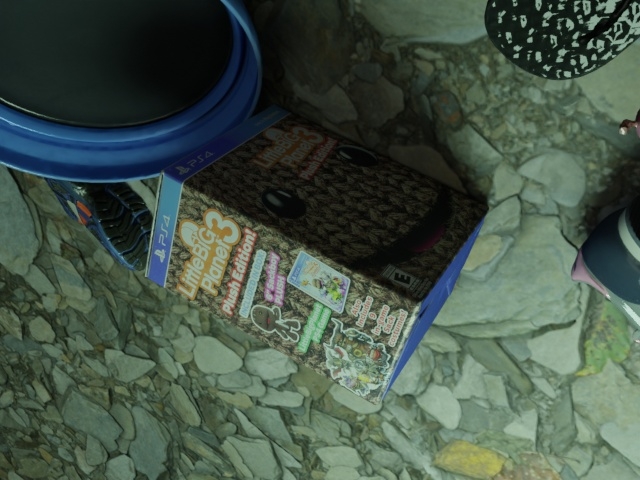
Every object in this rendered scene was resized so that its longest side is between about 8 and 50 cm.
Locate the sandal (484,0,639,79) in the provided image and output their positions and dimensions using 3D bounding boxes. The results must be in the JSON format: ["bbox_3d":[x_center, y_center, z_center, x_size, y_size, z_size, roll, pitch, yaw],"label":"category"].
[{"bbox_3d":[0.301,-0.293,0.615,0.167,0.107,0.446,37,143,-16],"label":"sandal"}]

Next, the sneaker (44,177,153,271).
[{"bbox_3d":[-0.316,-0.048,1.136,0.221,0.083,0.087,54,142,0],"label":"sneaker"}]

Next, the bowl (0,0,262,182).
[{"bbox_3d":[-0.259,-0.203,0.867,0.391,0.077,0.391,-3,150,-2],"label":"bowl"}]

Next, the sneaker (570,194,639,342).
[{"bbox_3d":[0.395,0.091,0.796,0.319,0.112,0.131,45,146,4],"label":"sneaker"}]

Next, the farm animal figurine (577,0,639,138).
[{"bbox_3d":[0.391,-0.146,0.563,0.327,0.330,0.172,-11,68,34],"label":"farm animal figurine"}]

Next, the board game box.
[{"bbox_3d":[0.000,0.000,0.874,0.291,0.232,0.141,27,126,14],"label":"board game box"}]
